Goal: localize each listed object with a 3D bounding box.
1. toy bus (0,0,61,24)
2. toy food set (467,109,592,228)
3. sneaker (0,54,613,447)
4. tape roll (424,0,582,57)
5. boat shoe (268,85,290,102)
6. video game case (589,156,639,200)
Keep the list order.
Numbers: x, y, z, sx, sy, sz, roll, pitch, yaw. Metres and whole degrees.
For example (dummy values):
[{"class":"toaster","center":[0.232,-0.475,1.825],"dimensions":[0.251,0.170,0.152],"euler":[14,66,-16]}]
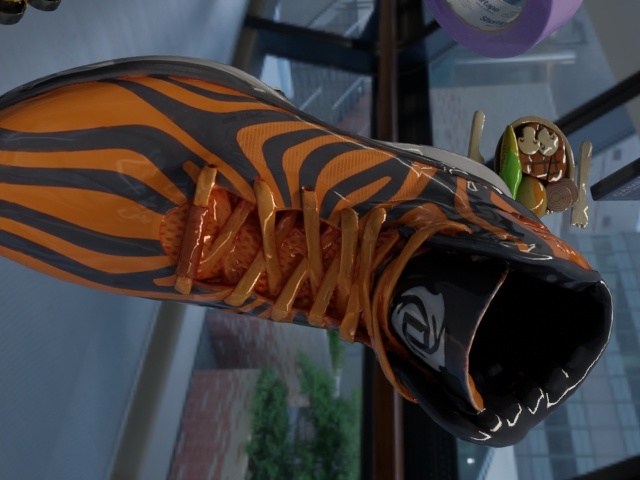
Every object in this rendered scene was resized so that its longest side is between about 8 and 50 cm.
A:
[{"class":"toy bus","center":[-0.517,-0.474,1.287],"dimensions":[0.149,0.211,0.220],"euler":[-54,176,36]},{"class":"toy food set","center":[0.265,-0.086,0.971],"dimensions":[0.038,0.192,0.133],"euler":[-4,-102,65]},{"class":"sneaker","center":[0.000,0.000,0.365],"dimensions":[0.180,0.320,0.125],"euler":[-132,-129,-62]},{"class":"tape roll","center":[0.263,-0.419,1.210],"dimensions":[0.090,0.274,0.275],"euler":[-35,140,-25]},{"class":"boat shoe","center":[-0.091,-0.241,1.404],"dimensions":[0.042,0.049,0.133],"euler":[52,23,3]},{"class":"video game case","center":[0.523,-0.097,1.046],"dimensions":[0.196,0.274,0.026],"euler":[137,-52,-61]}]
